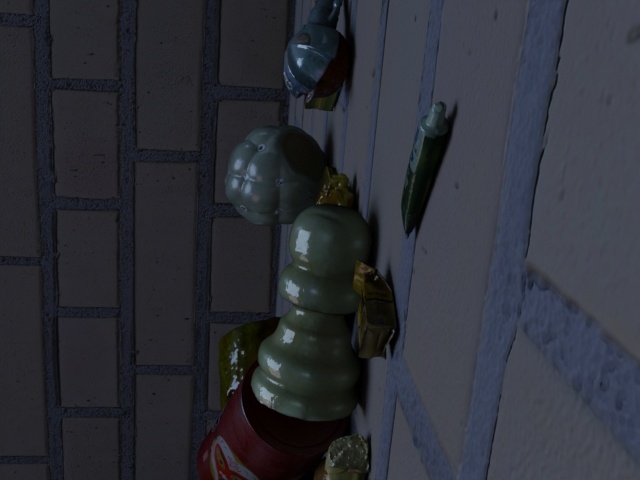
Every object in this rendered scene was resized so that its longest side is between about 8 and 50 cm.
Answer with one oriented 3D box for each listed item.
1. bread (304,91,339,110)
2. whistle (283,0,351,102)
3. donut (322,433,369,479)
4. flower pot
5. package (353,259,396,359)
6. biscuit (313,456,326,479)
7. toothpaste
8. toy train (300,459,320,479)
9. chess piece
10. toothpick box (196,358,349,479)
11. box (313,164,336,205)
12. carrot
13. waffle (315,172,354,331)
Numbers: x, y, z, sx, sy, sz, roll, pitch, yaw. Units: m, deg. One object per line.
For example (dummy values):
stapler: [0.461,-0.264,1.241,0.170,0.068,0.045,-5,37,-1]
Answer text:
bread: [0.004,-0.351,1.708,0.139,0.074,0.084,109,162,-73]
whistle: [0.002,-0.410,1.585,0.142,0.134,0.346,106,175,-56]
donut: [0.037,0.383,1.173,0.108,0.065,0.166,109,161,-60]
flower pot: [-0.099,-0.153,1.819,0.195,0.246,0.246,-35,44,40]
package: [0.073,0.094,1.068,0.131,0.047,0.071,-93,6,-47]
biscuit: [-0.028,0.552,1.308,0.275,0.052,0.355,-144,74,-77]
toothpaste: [0.112,-0.079,0.871,0.204,0.032,0.049,99,172,-54]
toy train: [-0.037,0.519,1.665,0.086,0.089,0.409,-65,11,7]
chess piece: [-0.001,0.103,1.248,0.182,0.182,0.330,-115,34,-75]
toothpick box: [-0.099,0.369,1.465,0.333,0.204,0.204,122,152,-49]
box: [0.013,-0.097,1.663,0.133,0.023,0.090,-101,27,-63]
carrot: [-0.110,0.284,1.759,0.241,0.242,0.340,102,166,-55]
waffle: [0.019,0.043,1.458,0.325,0.068,0.302,105,167,-66]
